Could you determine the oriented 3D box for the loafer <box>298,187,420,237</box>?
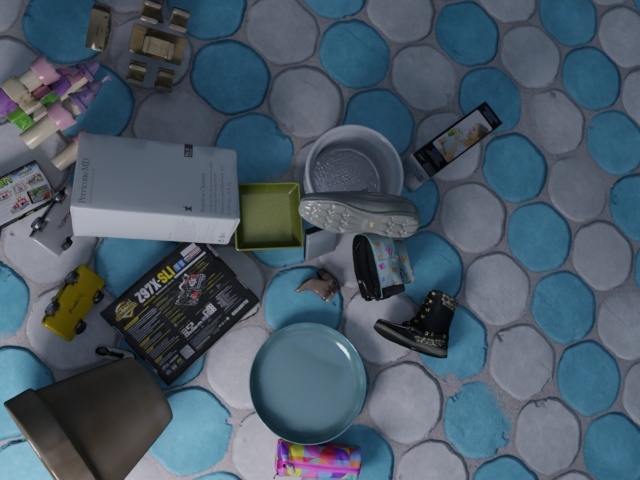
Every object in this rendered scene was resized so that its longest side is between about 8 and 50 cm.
[{"bbox_3d":[0.101,-0.081,1.563,0.320,0.112,0.111,9,44,-11],"label":"loafer"}]

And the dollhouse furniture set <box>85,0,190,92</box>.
[{"bbox_3d":[-0.487,-0.538,1.599,0.242,0.161,0.212,11,111,-22],"label":"dollhouse furniture set"}]

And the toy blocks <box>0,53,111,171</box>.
[{"bbox_3d":[-0.659,-0.382,1.472,0.260,0.288,0.309,-41,90,-9],"label":"toy blocks"}]

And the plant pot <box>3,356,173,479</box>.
[{"bbox_3d":[-0.514,0.424,1.394,0.280,0.323,0.323,-35,91,-32],"label":"plant pot"}]

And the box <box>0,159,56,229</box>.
[{"bbox_3d":[-0.790,-0.106,1.526,0.207,0.036,0.114,-31,89,-15],"label":"box"}]

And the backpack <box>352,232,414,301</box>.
[{"bbox_3d":[0.165,0.059,1.655,0.145,0.166,0.188,-20,90,-16],"label":"backpack"}]

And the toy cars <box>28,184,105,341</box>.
[{"bbox_3d":[-0.645,0.057,1.503,0.177,0.087,0.393,-2,79,-55],"label":"toy cars"}]

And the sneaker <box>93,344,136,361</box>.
[{"bbox_3d":[-0.523,0.291,1.524,0.109,0.044,0.040,14,77,-12],"label":"sneaker"}]

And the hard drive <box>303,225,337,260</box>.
[{"bbox_3d":[0.000,0.000,1.645,0.094,0.135,0.022,-20,62,-15],"label":"hard drive"}]

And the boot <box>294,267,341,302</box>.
[{"bbox_3d":[-0.003,0.137,1.669,0.118,0.042,0.087,-36,93,-15],"label":"boot"}]

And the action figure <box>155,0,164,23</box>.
[{"bbox_3d":[-0.408,-0.776,1.650,0.342,0.178,0.330,27,87,-4],"label":"action figure"}]

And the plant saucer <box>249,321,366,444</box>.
[{"bbox_3d":[-0.035,0.380,1.608,0.318,0.043,0.317,4,73,-12],"label":"plant saucer"}]

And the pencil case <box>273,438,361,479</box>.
[{"bbox_3d":[-0.008,0.577,1.572,0.237,0.104,0.104,7,80,-13],"label":"pencil case"}]

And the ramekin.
[{"bbox_3d":[0.081,-0.173,1.687,0.278,0.135,0.277,2,81,-13],"label":"ramekin"}]

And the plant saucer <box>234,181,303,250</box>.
[{"bbox_3d":[-0.148,-0.065,1.664,0.189,0.045,0.188,-2,82,-14],"label":"plant saucer"}]

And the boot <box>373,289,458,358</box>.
[{"bbox_3d":[0.275,0.217,1.700,0.237,0.085,0.178,24,75,-15],"label":"boot"}]

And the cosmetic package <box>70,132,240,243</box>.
[{"bbox_3d":[-0.408,-0.123,1.495,0.385,0.156,0.217,3,64,-20],"label":"cosmetic package"}]

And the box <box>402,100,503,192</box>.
[{"bbox_3d":[0.370,-0.271,1.754,0.290,0.169,0.087,-36,88,-14],"label":"box"}]

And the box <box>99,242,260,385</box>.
[{"bbox_3d":[-0.358,0.175,1.563,0.322,0.079,0.257,-44,91,-15],"label":"box"}]
